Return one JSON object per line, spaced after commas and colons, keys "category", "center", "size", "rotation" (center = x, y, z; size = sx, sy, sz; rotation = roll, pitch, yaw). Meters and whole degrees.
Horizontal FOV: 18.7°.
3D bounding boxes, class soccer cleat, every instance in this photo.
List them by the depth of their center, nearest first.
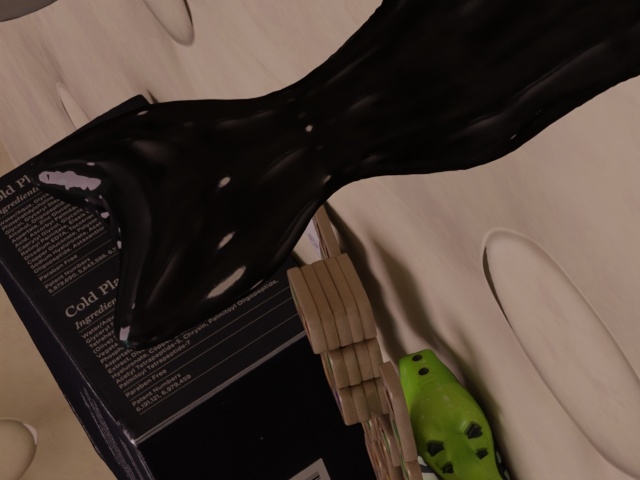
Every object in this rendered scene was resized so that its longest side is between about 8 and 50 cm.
{"category": "soccer cleat", "center": [0.083, 0.136, 1.184], "size": [0.179, 0.060, 0.072], "rotation": [74, 174, -47]}

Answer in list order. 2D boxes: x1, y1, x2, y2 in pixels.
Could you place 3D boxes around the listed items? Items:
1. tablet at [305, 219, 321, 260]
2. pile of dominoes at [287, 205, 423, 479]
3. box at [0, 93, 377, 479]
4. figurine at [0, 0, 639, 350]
{"category": "tablet", "center": [0.000, 0.000, 1.271], "size": [0.083, 0.006, 0.054], "rotation": [61, 168, -14]}
{"category": "pile of dominoes", "center": [0.025, 0.120, 1.205], "size": [0.196, 0.040, 0.251], "rotation": [-114, 9, -55]}
{"category": "box", "center": [-0.094, 0.117, 1.540], "size": [0.312, 0.179, 0.343], "rotation": [46, 164, 41]}
{"category": "figurine", "center": [-0.022, -0.091, 0.610], "size": [0.215, 0.209, 0.092], "rotation": [51, 167, 29]}
